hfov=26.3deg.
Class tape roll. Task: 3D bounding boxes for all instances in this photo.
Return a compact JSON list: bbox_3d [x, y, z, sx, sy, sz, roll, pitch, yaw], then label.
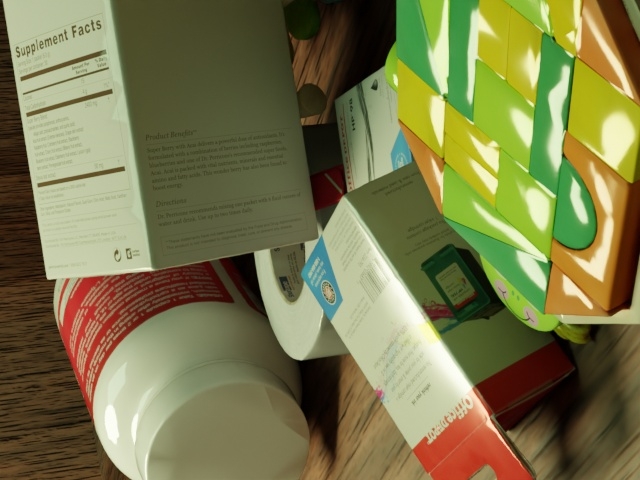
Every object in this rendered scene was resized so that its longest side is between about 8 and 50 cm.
[{"bbox_3d":[0.000,0.000,1.282,0.219,0.072,0.219,174,90,-72],"label":"tape roll"}]

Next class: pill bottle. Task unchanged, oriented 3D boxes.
[{"bbox_3d":[-0.156,0.138,1.534,0.407,0.229,0.229,-130,39,-60],"label":"pill bottle"}]

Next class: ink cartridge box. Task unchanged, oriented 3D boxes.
[{"bbox_3d":[0.062,-0.076,1.095,0.180,0.060,0.104,157,106,-70],"label":"ink cartridge box"},{"bbox_3d":[0.089,0.074,0.970,0.231,0.078,0.134,57,154,15],"label":"ink cartridge box"}]

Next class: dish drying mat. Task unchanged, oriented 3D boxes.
[{"bbox_3d":[-0.005,-0.042,1.169,0.083,0.008,0.032,-17,74,50],"label":"dish drying mat"}]

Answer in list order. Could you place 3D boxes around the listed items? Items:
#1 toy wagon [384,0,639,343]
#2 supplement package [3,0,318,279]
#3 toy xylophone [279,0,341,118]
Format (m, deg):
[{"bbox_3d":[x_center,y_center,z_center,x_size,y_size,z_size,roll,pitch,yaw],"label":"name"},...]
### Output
[{"bbox_3d":[0.129,-0.051,0.776,0.267,0.068,0.344,47,154,36],"label":"toy wagon"},{"bbox_3d":[-0.140,-0.126,1.164,0.175,0.177,0.293,-6,93,50],"label":"supplement package"},{"bbox_3d":[-0.070,-0.198,1.271,0.323,0.081,0.236,-18,84,52],"label":"toy xylophone"}]
